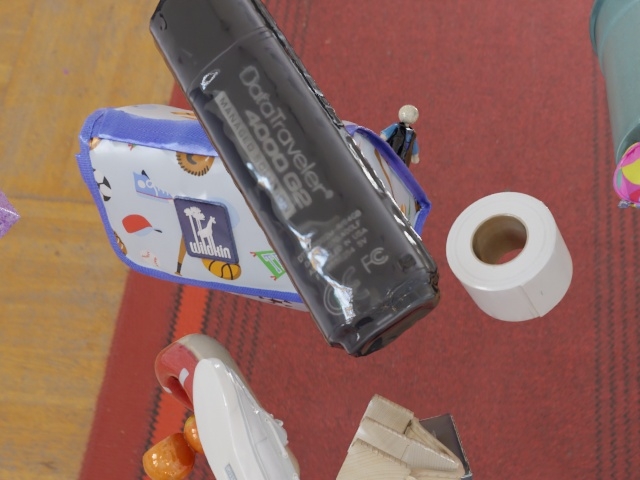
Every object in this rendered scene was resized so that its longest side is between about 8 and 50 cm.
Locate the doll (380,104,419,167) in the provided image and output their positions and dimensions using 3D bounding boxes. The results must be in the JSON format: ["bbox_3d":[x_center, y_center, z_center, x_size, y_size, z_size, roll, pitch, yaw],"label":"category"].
[{"bbox_3d":[0.148,-0.160,1.612,0.046,0.129,0.189,9,88,42],"label":"doll"}]

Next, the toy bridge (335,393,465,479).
[{"bbox_3d":[0.047,0.121,0.480,0.063,0.188,0.026,26,90,7],"label":"toy bridge"}]

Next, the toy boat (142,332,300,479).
[{"bbox_3d":[-0.136,0.221,0.992,0.151,0.151,0.231,-33,45,-8],"label":"toy boat"}]

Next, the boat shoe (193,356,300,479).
[{"bbox_3d":[-0.056,0.185,0.762,0.063,0.066,0.184,-6,55,-39],"label":"boat shoe"}]

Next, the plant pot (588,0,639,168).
[{"bbox_3d":[0.610,-0.253,1.406,0.341,0.341,0.334,9,55,8],"label":"plant pot"}]

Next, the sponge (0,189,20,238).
[{"bbox_3d":[-0.289,-0.073,0.525,0.031,0.210,0.117,-45,60,5],"label":"sponge"}]

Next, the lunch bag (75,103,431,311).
[{"bbox_3d":[-0.073,-0.041,1.078,0.327,0.385,0.239,10,75,21],"label":"lunch bag"}]

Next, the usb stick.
[{"bbox_3d":[-0.024,-0.060,0.519,0.077,0.045,0.278,-37,64,11],"label":"usb stick"}]

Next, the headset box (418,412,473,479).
[{"bbox_3d":[0.232,0.502,1.655,0.131,0.246,0.283,-14,104,4],"label":"headset box"}]

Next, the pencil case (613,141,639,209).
[{"bbox_3d":[0.523,-0.064,1.252,0.236,0.104,0.104,16,58,-37],"label":"pencil case"}]

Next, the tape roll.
[{"bbox_3d":[0.421,0.037,1.922,0.246,0.169,0.246,-15,55,22],"label":"tape roll"}]
